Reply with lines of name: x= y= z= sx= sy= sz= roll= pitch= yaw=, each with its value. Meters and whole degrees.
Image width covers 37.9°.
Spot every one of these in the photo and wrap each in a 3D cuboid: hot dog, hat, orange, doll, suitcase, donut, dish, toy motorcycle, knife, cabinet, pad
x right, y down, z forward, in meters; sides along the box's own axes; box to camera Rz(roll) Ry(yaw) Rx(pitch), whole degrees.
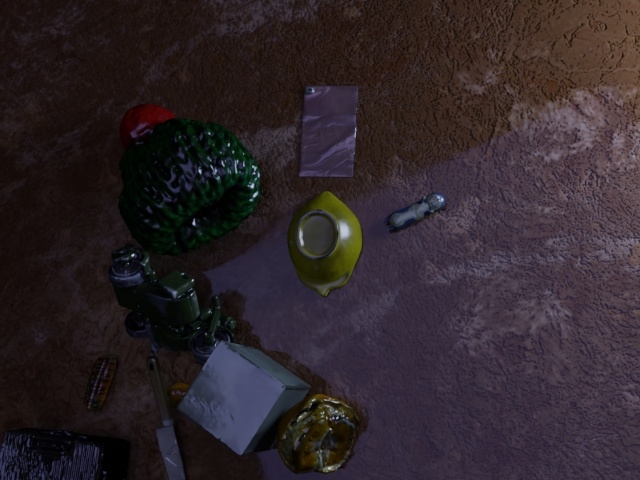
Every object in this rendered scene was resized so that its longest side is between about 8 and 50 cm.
hot dog: x=-0.443 y=0.284 z=1.861 sx=0.049 sy=0.037 sz=0.122 roll=14 pitch=83 yaw=19
hat: x=-0.289 y=-0.157 z=1.808 sx=0.274 sy=0.242 sz=0.332 roll=-30 pitch=62 yaw=-6
orange: x=-0.013 y=0.346 z=1.689 sx=0.160 sy=0.170 sz=0.112 roll=-37 pitch=32 yaw=-19
doll: x=0.179 y=-0.054 z=1.772 sx=0.125 sy=0.027 sz=0.037 roll=-27 pitch=83 yaw=8
suitcase: x=-0.504 y=0.533 z=1.779 sx=0.229 sy=0.152 sz=0.335 roll=4 pitch=79 yaw=12
donut: x=-0.276 y=0.310 z=1.816 sx=0.083 sy=0.038 sz=0.067 roll=26 pitch=84 yaw=18
dish: x=0.000 y=0.000 z=1.781 sx=0.148 sy=0.080 sz=0.208 roll=-3 pitch=78 yaw=14
toy motorcycle: x=-0.284 y=0.117 z=1.761 sx=0.275 sy=0.205 sz=0.127 roll=14 pitch=40 yaw=27
knife: x=-0.298 y=0.368 z=1.794 sx=0.047 sy=0.017 sz=0.298 roll=-13 pitch=93 yaw=15
cabinet: x=-0.134 y=0.284 z=1.697 sx=0.150 sy=0.206 sz=0.145 roll=32 pitch=89 yaw=16
pad: x=0.015 y=-0.218 z=1.851 sx=0.113 sy=0.006 sz=0.188 roll=2 pitch=81 yaw=13
